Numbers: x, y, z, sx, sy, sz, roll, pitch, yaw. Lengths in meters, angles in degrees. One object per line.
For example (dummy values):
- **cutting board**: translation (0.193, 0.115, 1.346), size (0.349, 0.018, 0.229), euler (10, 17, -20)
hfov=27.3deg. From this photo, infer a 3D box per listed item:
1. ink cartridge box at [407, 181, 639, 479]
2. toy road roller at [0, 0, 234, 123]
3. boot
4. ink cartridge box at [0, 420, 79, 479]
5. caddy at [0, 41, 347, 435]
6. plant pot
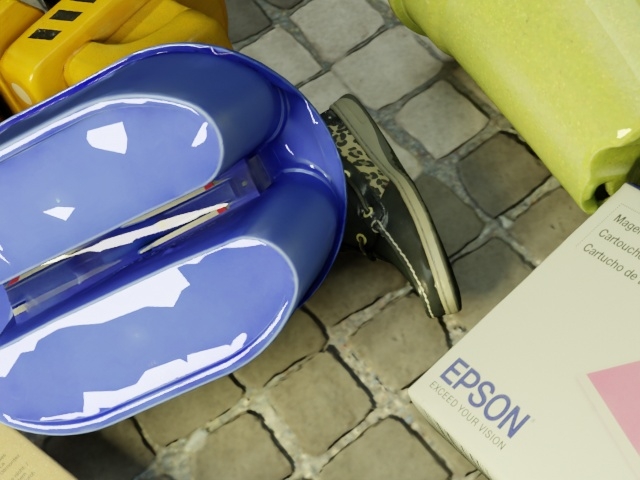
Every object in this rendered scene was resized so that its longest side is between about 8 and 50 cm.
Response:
- **ink cartridge box**: translation (0.268, 0.082, 0.894), size (0.330, 0.071, 0.324), euler (-45, 37, -5)
- **toy road roller**: translation (-0.208, -0.121, 1.138), size (0.241, 0.202, 0.329), euler (29, 65, 35)
- **boot**: translation (0.000, 0.000, 1.100), size (0.179, 0.085, 0.236), euler (-27, 55, -1)
- **ink cartridge box**: translation (-0.266, 0.262, 0.970), size (0.193, 0.088, 0.234), euler (31, 69, 30)
- **caddy**: translation (-0.147, -0.005, 1.016), size (0.341, 0.241, 0.179), euler (-24, 12, 16)
- **plant pot**: translation (0.231, -0.169, 1.075), size (0.276, 0.276, 0.253), euler (-25, 66, -5)
